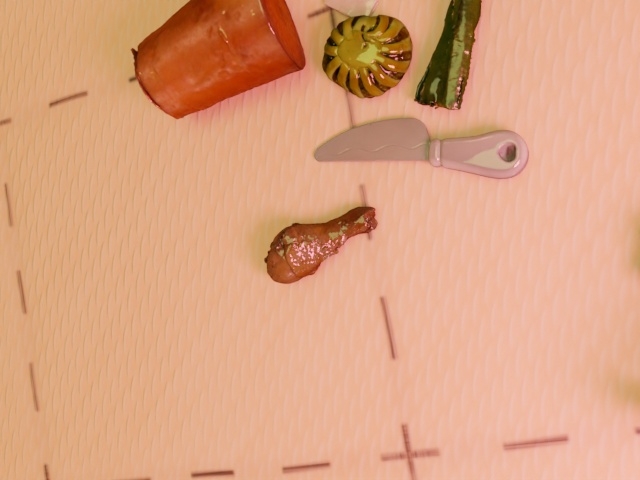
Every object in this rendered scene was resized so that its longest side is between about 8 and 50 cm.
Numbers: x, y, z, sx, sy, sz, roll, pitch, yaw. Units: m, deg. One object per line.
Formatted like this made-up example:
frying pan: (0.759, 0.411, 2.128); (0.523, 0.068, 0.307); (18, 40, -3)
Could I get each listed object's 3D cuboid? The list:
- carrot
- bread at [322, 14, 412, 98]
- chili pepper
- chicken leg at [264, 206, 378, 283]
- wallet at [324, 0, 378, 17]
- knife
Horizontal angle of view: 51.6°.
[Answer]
carrot: (-0.171, -0.308, 1.038); (0.254, 0.196, 0.196); (-22, 81, 18)
bread: (0.069, -0.286, 1.012); (0.139, 0.071, 0.130); (26, 102, 19)
chili pepper: (0.226, -0.363, 0.961); (0.085, 0.076, 0.359); (26, 98, 44)
chicken leg: (-0.001, -0.001, 1.033); (0.198, 0.069, 0.085); (-27, 81, 10)
wallet: (0.048, -0.379, 1.052); (0.083, 0.011, 0.044); (33, 100, 17)
knife: (0.144, -0.145, 1.001); (0.331, 0.044, 0.080); (8, 92, 23)
